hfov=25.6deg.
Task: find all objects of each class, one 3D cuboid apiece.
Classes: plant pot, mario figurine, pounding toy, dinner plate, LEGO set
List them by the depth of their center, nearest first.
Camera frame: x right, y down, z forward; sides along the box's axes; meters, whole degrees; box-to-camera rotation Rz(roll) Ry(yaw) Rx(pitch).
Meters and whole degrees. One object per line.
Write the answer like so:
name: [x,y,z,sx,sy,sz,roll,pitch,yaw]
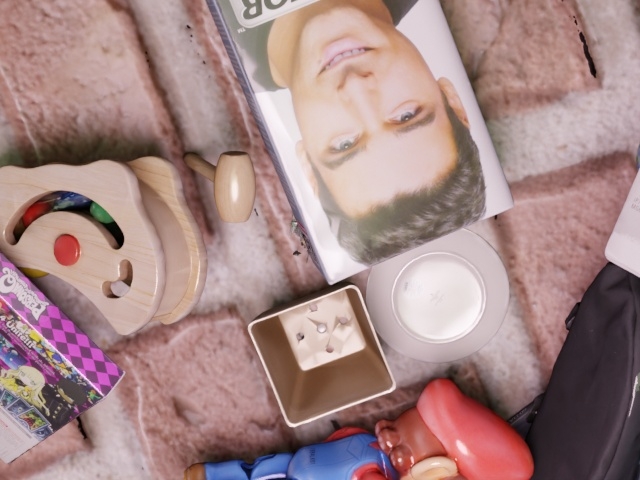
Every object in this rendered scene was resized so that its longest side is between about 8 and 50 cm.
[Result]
pounding toy: [-0.169,-0.001,1.300,0.269,0.155,0.154,-1,95,31]
mario figurine: [0.043,0.250,1.305,0.320,0.198,0.170,-14,143,2]
plant pot: [0.002,0.097,1.344,0.109,0.096,0.109,-21,101,5]
LEGO set: [-0.002,0.002,1.364,0.054,0.023,0.083,-19,115,6]
dinner plate: [0.115,0.054,1.376,0.141,0.017,0.141,0,102,1]

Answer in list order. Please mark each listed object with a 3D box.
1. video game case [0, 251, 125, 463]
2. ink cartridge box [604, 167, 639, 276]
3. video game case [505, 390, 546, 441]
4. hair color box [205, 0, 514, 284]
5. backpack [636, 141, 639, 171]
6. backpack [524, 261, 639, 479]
video game case: [-0.320,0.090,1.312,0.232,0.042,0.210,45,136,-9]
ink cartridge box: [0.409,-0.073,1.242,0.296,0.066,0.261,10,105,-38]
video game case: [0.229,0.270,1.421,0.274,0.026,0.196,-38,100,9]
hair color box: [0.016,-0.172,1.262,0.185,0.113,0.374,-23,102,-4]
backpack: [0.352,-0.089,1.308,0.105,0.084,0.114,24,102,-5]
backpack: [0.397,0.203,1.281,0.355,0.273,0.290,9,119,-19]
